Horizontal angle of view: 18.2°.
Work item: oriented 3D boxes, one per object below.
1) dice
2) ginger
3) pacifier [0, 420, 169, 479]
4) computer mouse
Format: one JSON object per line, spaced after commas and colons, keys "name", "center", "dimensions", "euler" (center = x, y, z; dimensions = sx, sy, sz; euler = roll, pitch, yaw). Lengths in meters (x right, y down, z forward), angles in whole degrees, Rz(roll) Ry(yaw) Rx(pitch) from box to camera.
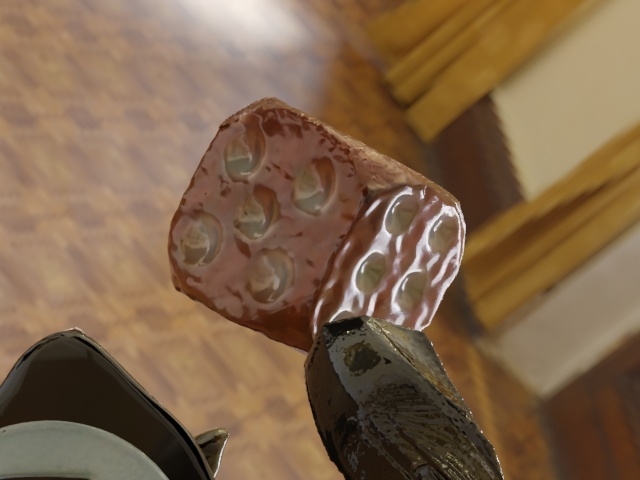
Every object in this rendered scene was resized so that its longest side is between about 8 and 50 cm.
{"name": "dice", "center": [0.000, 0.000, 1.606], "dimensions": [0.179, 0.175, 0.174], "euler": [25, -1, 35]}
{"name": "ginger", "center": [-0.218, 0.310, 1.779], "dimensions": [0.211, 0.358, 0.413], "euler": [66, 2, -78]}
{"name": "pacifier", "center": [-0.185, 0.252, 1.357], "dimensions": [0.233, 0.244, 0.300], "euler": [77, 10, -68]}
{"name": "computer mouse", "center": [0.050, 0.123, 1.286], "dimensions": [0.172, 0.099, 0.057], "euler": [52, 15, 9]}
